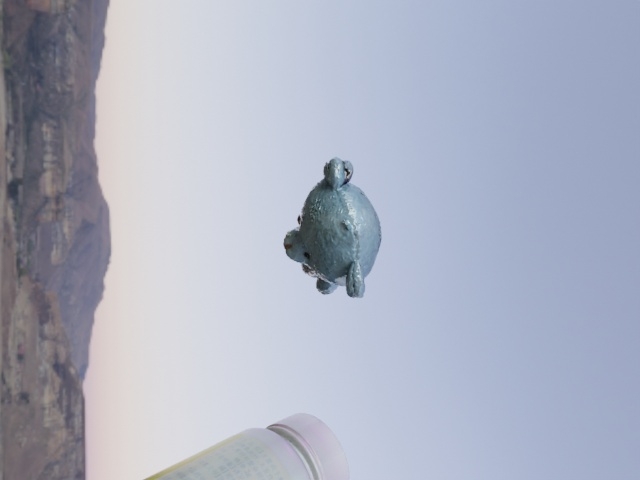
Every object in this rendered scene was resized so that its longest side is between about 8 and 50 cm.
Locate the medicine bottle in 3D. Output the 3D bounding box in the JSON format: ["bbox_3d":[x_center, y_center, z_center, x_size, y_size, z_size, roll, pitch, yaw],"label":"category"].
[{"bbox_3d":[-0.138,0.436,0.845,0.213,0.378,0.214,7,-80,42],"label":"medicine bottle"}]

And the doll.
[{"bbox_3d":[-0.004,0.001,0.494,0.179,0.075,0.120,155,-75,-66],"label":"doll"}]
